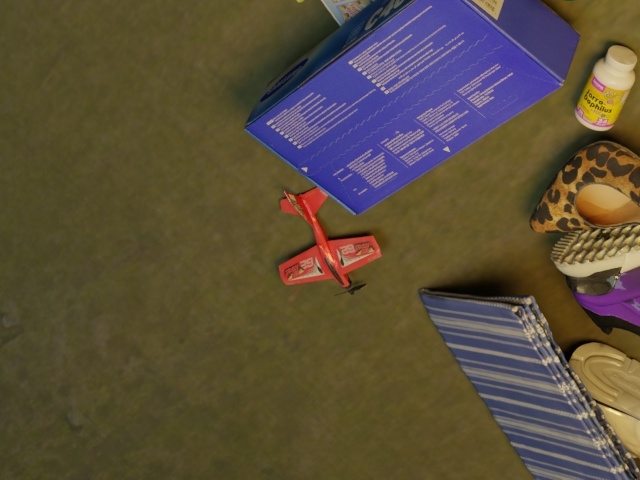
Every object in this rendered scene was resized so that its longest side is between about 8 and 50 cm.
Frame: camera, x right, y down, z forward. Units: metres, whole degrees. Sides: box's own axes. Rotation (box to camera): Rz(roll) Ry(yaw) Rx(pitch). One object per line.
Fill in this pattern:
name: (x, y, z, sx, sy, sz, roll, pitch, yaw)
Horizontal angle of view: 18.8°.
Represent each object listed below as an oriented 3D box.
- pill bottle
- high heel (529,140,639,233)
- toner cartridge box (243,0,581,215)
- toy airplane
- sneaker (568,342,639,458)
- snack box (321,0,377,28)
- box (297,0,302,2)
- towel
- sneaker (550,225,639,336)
pill bottle: (0.285, -0.152, 1.916, 0.043, 0.043, 0.083, 29, 133, 11)
high heel: (0.302, -0.009, 1.907, 0.093, 0.186, 0.261, 31, 139, -33)
toner cartridge box: (0.086, -0.159, 1.968, 0.165, 0.075, 0.348, 38, 141, -17)
toy airplane: (0.000, 0.000, 2.215, 0.151, 0.028, 0.151, 15, 128, 21)
sneaker: (0.363, 0.205, 2.112, 0.235, 0.090, 0.095, 36, 142, 14)
snack box: (0.057, -0.221, 1.991, 0.064, 0.022, 0.178, -11, 131, 37)
box: (0.010, -0.328, 1.958, 0.178, 0.042, 0.109, -29, 105, 42)
towel: (0.253, 0.191, 2.134, 0.336, 0.040, 0.243, 56, 161, -14)
sneaker: (0.388, 0.046, 1.966, 0.293, 0.102, 0.146, -3, 122, 41)
